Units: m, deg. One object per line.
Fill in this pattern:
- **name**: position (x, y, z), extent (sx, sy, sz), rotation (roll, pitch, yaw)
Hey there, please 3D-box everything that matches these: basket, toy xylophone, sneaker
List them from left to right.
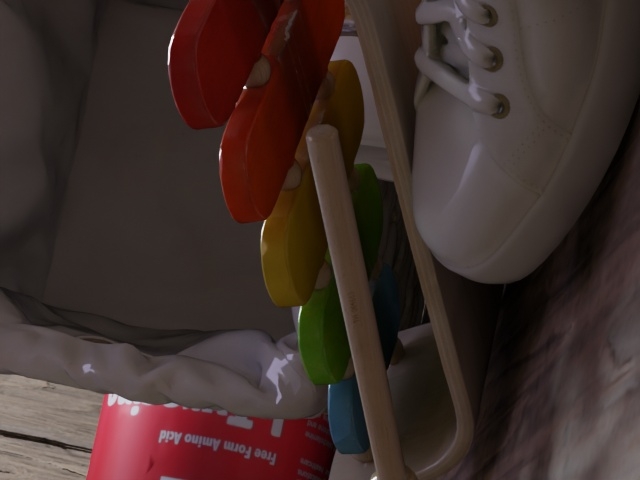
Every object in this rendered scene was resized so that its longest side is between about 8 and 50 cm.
- **basket**: position (-0.091, -0.059, 1.176), extent (0.266, 0.328, 0.331), rotation (30, -111, -70)
- **toy xylophone**: position (0.009, -0.020, 0.765), extent (0.236, 0.081, 0.322), rotation (-64, -35, -59)
- **sneaker**: position (0.054, -0.125, 0.647), extent (0.106, 0.123, 0.290), rotation (39, 122, 56)

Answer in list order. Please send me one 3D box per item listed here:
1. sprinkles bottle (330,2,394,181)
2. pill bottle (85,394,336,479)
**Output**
- **sprinkles bottle**: position (0.071, -0.210, 0.972), extent (0.121, 0.121, 0.355), rotation (116, 166, -81)
- **pill bottle**: position (-0.102, 0.220, 1.726), extent (0.229, 0.229, 0.407), rotation (109, 172, -74)
